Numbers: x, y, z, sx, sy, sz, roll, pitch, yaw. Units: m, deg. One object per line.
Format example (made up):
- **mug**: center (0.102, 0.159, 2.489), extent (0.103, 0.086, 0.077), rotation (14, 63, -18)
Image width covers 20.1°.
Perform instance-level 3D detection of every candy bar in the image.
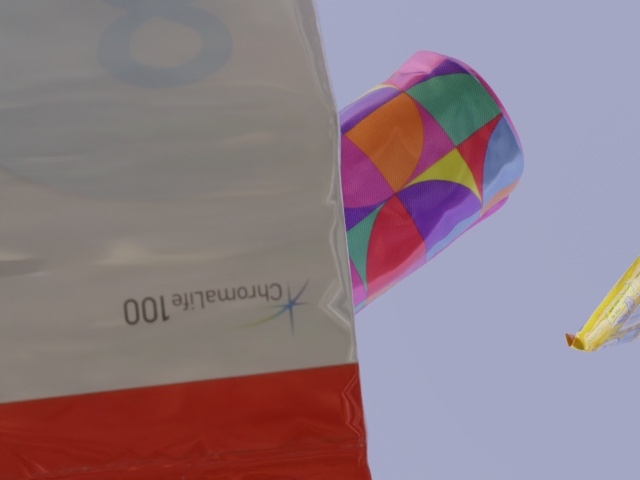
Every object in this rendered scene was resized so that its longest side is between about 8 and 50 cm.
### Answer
- **candy bar**: center (0.149, 0.000, 0.750), extent (0.040, 0.161, 0.018), rotation (-16, -119, -32)

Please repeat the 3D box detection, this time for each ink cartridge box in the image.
- **ink cartridge box**: center (-0.137, 0.026, 0.725), extent (0.308, 0.091, 0.385), rotation (-6, -127, -7)

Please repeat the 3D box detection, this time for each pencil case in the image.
- **pencil case**: center (0.000, 0.000, 0.955), extent (0.236, 0.104, 0.104), rotation (-39, -102, -14)
